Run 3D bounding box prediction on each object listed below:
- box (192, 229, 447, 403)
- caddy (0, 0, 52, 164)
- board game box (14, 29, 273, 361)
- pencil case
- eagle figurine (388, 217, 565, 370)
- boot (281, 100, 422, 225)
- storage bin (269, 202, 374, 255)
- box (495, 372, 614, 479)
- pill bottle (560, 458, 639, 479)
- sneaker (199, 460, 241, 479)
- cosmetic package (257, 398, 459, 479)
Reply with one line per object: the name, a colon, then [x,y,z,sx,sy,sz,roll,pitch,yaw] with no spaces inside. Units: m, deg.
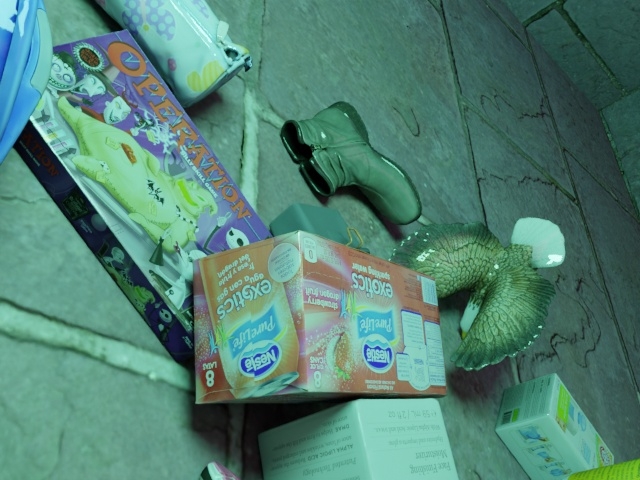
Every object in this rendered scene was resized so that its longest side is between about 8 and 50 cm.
box: [0.012,0.103,0.725,0.300,0.142,0.154,18,63,-54]
caddy: [-0.298,-0.172,0.502,0.179,0.241,0.341,15,55,-38]
board game box: [-0.190,-0.063,0.726,0.347,0.056,0.208,55,31,-8]
pencil case: [-0.207,-0.296,0.805,0.113,0.124,0.273,-43,102,-14]
eagle figurine: [0.273,0.078,1.085,0.298,0.226,0.225,-3,88,-57]
boot: [0.045,-0.100,1.032,0.246,0.083,0.161,52,42,-2]
storage bin: [0.000,0.000,0.877,0.135,0.098,0.091,5,52,-56]
box: [0.406,0.351,1.121,0.203,0.103,0.114,53,36,-9]
pill bottle: [0.459,0.417,0.938,0.188,0.334,0.188,30,45,-36]
sneaker: [-0.083,0.287,0.593,0.170,0.075,0.063,57,2,32]
cosmetic package: [0.047,0.275,0.684,0.151,0.151,0.184,13,56,-45]
